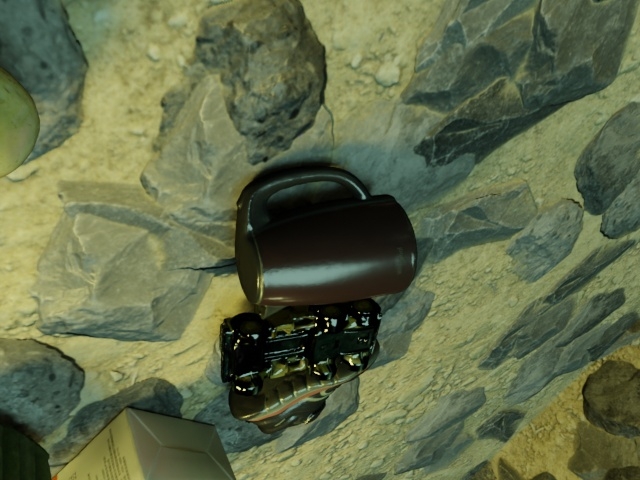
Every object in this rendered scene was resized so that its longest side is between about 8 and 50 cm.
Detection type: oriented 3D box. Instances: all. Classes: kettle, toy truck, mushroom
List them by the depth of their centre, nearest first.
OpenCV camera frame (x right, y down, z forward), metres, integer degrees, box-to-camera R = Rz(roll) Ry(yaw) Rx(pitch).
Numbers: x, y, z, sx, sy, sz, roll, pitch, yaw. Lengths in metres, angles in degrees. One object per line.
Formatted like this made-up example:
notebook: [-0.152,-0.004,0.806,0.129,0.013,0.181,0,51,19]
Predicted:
mushroom: [-0.313,-0.104,0.438,0.148,0.112,0.148,-16,134,-18]
kettle: [0.000,0.000,0.734,0.232,0.144,0.202,-8,112,-25]
toy truck: [-0.037,0.143,0.844,0.257,0.127,0.127,-9,125,-27]

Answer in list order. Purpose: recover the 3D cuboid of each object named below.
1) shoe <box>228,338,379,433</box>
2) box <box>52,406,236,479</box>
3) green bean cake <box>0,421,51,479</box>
shoe: [-0.016,0.265,0.974,0.291,0.114,0.137,-25,132,-9]
box: [-0.343,0.465,0.915,0.341,0.143,0.225,-45,138,8]
green bean cake: [-0.507,0.336,0.704,0.227,0.125,0.222,-28,140,-6]
